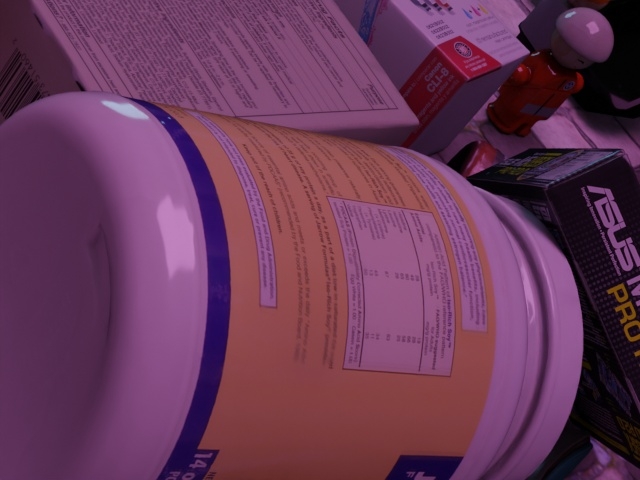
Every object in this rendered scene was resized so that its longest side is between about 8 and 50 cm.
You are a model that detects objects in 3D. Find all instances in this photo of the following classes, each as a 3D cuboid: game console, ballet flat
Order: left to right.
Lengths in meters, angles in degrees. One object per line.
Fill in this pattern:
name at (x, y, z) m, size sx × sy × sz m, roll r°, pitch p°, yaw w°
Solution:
ballet flat at (0.126, 0.166, 1.136) m, size 0.068 × 0.072 × 0.213 m, roll 43°, pitch 34°, yaw 11°
game console at (0.288, -0.286, 1.752) m, size 0.213 × 0.044 × 0.361 m, roll -24°, pitch 64°, yaw -24°

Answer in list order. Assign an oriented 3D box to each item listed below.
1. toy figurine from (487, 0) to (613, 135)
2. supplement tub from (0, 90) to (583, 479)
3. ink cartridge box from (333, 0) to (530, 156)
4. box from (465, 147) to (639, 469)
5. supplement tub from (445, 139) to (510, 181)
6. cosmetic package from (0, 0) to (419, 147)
toy figurine at (0.180, -0.232, 1.567) m, size 0.213 × 0.148 × 0.209 m, roll 37°, pitch 34°, yaw -6°
supplement tub at (-0.032, 0.052, 0.957) m, size 0.331 × 0.241 × 0.241 m, roll 8°, pitch 46°, yaw -39°
ink cartridge box at (0.058, -0.169, 1.395) m, size 0.176 × 0.127 × 0.128 m, roll 47°, pitch 35°, yaw 10°
box at (0.192, 0.044, 1.137) m, size 0.270 × 0.060 × 0.216 m, roll -151°, pitch -144°, yaw -84°
supplement tub at (0.173, 0.015, 1.322) m, size 0.198 × 0.106 × 0.106 m, roll 37°, pitch 34°, yaw -7°
cosmetic package at (-0.092, -0.102, 1.186) m, size 0.309 × 0.113 × 0.160 m, roll -6°, pitch 55°, yaw -48°
